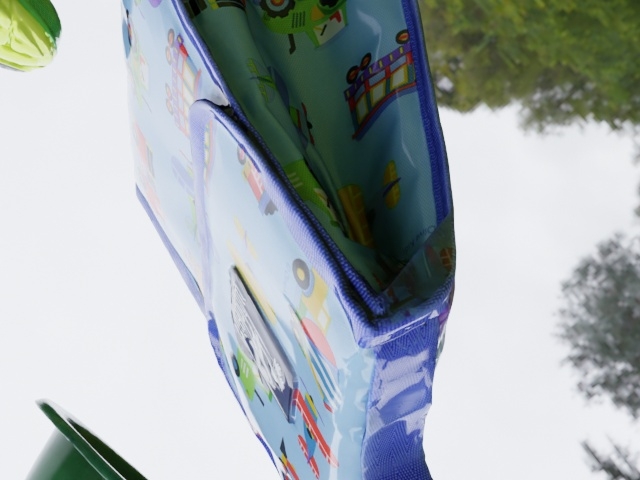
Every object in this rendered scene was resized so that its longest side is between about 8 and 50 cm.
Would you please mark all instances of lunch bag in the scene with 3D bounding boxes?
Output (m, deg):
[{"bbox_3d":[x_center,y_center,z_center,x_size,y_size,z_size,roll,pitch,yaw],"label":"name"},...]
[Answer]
[{"bbox_3d":[0.000,0.000,0.531,0.138,0.221,0.293,-10,-127,-13],"label":"lunch bag"}]

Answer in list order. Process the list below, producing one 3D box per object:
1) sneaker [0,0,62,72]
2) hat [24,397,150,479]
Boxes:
[{"bbox_3d":[-0.239,-0.234,0.691,0.123,0.109,0.295,-48,-60,-30],"label":"sneaker"},{"bbox_3d":[-0.175,0.217,0.704,0.173,0.183,0.208,35,167,32],"label":"hat"}]
